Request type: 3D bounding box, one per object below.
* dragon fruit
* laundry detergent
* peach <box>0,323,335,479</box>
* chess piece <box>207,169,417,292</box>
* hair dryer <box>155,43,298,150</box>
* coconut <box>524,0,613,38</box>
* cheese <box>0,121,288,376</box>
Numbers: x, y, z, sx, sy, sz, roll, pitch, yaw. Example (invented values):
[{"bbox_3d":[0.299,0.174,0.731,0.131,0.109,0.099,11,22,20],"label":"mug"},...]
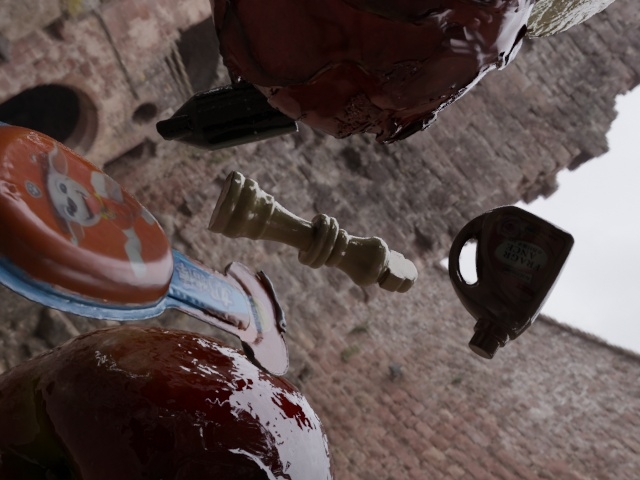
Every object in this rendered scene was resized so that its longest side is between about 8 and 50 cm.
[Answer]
[{"bbox_3d":[0.046,-0.240,0.619,0.296,0.301,0.295,30,24,-15],"label":"dragon fruit"},{"bbox_3d":[0.273,0.058,1.094,0.171,0.237,0.076,30,-18,21],"label":"laundry detergent"},{"bbox_3d":[-0.162,0.256,0.708,0.406,0.335,0.310,31,-25,-36],"label":"peach"},{"bbox_3d":[0.000,0.000,1.272,0.397,0.117,0.117,22,-9,-14],"label":"chess piece"},{"bbox_3d":[-0.188,-0.310,1.232,0.116,0.244,0.302,-100,178,-67],"label":"hair dryer"},{"bbox_3d":[0.273,-0.399,0.857,0.239,0.239,0.244,115,-47,-73],"label":"coconut"},{"bbox_3d":[-0.094,0.010,0.369,0.256,0.037,0.106,32,30,-48],"label":"cheese"}]
